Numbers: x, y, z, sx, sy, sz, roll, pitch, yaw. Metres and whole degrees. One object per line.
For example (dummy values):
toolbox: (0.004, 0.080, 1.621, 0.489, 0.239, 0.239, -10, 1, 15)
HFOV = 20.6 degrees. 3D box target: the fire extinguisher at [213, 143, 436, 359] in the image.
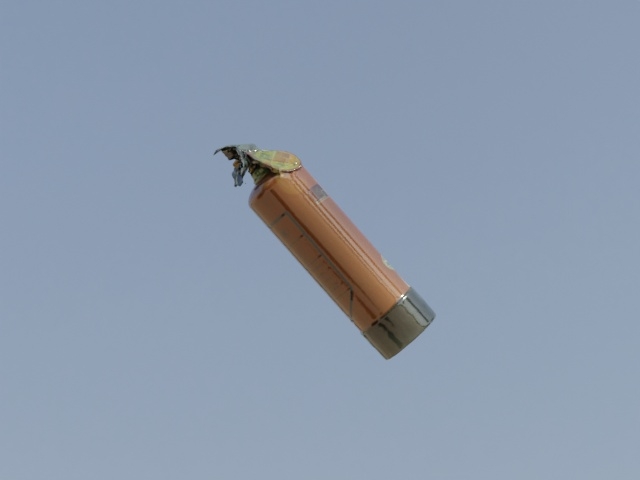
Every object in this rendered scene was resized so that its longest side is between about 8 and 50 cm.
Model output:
fire extinguisher: (0.000, 0.000, 0.539, 0.022, 0.028, 0.083, -40, -87, 26)
